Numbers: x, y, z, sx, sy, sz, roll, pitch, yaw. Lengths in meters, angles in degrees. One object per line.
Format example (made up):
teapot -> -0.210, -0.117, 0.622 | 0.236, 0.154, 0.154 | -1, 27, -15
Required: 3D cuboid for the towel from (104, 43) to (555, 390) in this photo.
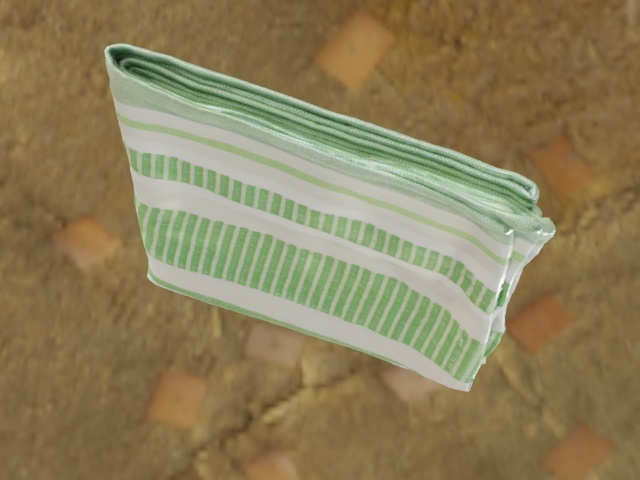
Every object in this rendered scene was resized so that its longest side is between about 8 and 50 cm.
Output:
towel -> 0.000, 0.000, 1.142 | 0.248, 0.038, 0.325 | 19, -18, 5
